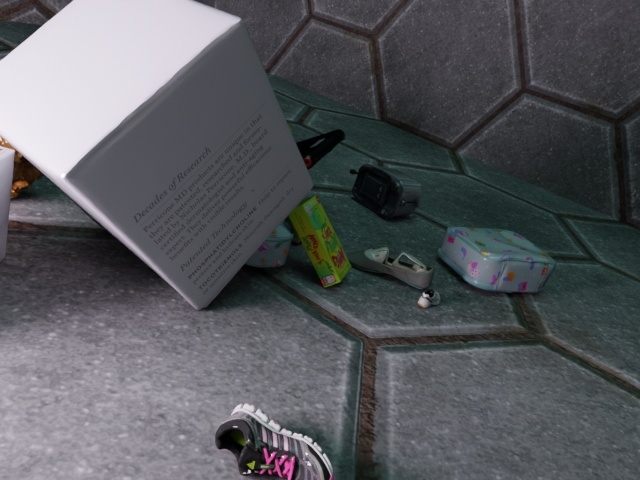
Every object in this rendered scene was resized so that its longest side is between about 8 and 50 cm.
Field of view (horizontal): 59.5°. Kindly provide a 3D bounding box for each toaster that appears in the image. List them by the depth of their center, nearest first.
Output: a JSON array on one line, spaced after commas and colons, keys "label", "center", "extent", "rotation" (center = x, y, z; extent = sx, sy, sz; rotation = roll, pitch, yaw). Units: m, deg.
[{"label": "toaster", "center": [0.208, -0.159, 1.753], "extent": [0.146, 0.129, 0.227], "rotation": [-1, 27, -44]}]

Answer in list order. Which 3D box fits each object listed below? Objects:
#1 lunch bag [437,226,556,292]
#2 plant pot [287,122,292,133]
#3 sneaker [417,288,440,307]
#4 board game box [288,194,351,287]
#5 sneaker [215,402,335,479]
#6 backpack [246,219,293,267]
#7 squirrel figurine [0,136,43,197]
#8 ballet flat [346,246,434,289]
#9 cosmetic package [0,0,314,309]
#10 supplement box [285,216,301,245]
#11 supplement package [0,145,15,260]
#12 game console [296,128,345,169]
[{"label": "lunch bag", "center": [0.469, 0.046, 1.499], "extent": [0.279, 0.108, 0.224], "rotation": [5, 23, -29]}, {"label": "plant pot", "center": [-0.230, -0.335, 1.663], "extent": [0.254, 0.276, 0.276], "rotation": [29, 11, -41]}, {"label": "sneaker", "center": [0.251, 0.126, 1.259], "extent": [0.032, 0.037, 0.083], "rotation": [29, 24, 29]}, {"label": "board game box", "center": [0.000, 0.000, 1.207], "extent": [0.043, 0.181, 0.092], "rotation": [-22, 10, 24]}, {"label": "sneaker", "center": [-0.064, 0.268, 0.693], "extent": [0.170, 0.063, 0.075], "rotation": [25, 23, 28]}, {"label": "backpack", "center": [-0.143, -0.028, 1.198], "extent": [0.166, 0.144, 0.188], "rotation": [9, 30, -32]}, {"label": "squirrel figurine", "center": [-0.661, -0.255, 1.006], "extent": [0.397, 0.370, 0.281], "rotation": [26, 41, -18]}, {"label": "ballet flat", "center": [0.167, 0.050, 1.327], "extent": [0.213, 0.068, 0.072], "rotation": [20, 23, 6]}, {"label": "cosmetic package", "center": [-0.272, -0.160, 0.944], "extent": [0.329, 0.327, 0.394], "rotation": [32, -18, 31]}, {"label": "supplement box", "center": [-0.068, -0.046, 1.355], "extent": [0.083, 0.083, 0.056], "rotation": [26, 25, 20]}, {"label": "supplement package", "center": [-0.573, -0.020, 0.791], "extent": [0.145, 0.204, 0.262], "rotation": [16, 23, -8]}, {"label": "game console", "center": [-0.126, -0.183, 1.423], "extent": [0.342, 0.060, 0.386], "rotation": [-14, 16, 18]}]
